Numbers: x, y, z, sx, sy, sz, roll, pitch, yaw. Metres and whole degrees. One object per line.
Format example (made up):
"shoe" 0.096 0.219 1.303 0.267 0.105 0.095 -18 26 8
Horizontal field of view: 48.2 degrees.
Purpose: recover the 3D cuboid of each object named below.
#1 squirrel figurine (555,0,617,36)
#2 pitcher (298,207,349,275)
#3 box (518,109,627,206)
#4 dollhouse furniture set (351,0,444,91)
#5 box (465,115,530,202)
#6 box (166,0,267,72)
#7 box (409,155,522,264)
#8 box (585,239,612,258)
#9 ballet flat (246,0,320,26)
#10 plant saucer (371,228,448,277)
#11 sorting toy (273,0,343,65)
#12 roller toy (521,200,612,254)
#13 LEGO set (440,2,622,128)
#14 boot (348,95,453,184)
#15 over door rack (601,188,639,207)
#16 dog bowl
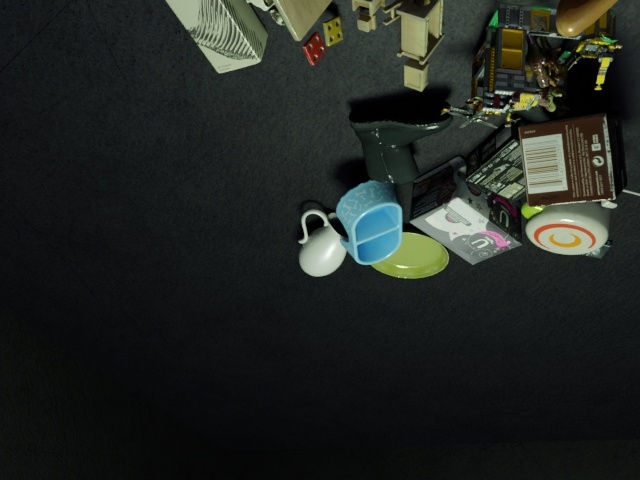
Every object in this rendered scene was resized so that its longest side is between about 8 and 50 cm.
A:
"squirrel figurine" 0.347 -0.561 1.022 0.370 0.281 0.397 38 124 -21
"pitcher" 0.000 0.000 2.020 0.178 0.125 0.207 27 133 -13
"box" 0.515 -0.168 1.450 0.167 0.168 0.203 -5 -172 30
"dollhouse furniture set" 0.154 -0.416 1.410 0.161 0.101 0.182 25 152 21
"box" 0.450 -0.186 1.663 0.147 0.077 0.180 21 145 -17
"box" -0.217 -0.463 1.393 0.113 0.094 0.275 -10 143 26
"box" 0.369 -0.069 1.799 0.247 0.142 0.163 31 141 -30
"box" 0.739 0.017 1.951 0.083 0.018 0.067 11 146 -4
"ballet flat" -0.088 -0.461 1.389 0.203 0.074 0.074 30 141 -29
"plant saucer" 0.250 0.032 2.074 0.241 0.037 0.241 6 147 4
"sorting toy" -0.044 -0.461 1.336 0.046 0.132 0.274 17 154 38
"roller toy" 0.606 -0.065 1.745 0.191 0.146 0.209 0 151 31
"LEGO set" 0.392 -0.284 1.328 0.255 0.192 0.331 7 170 -9
"boot" 0.202 -0.223 1.648 0.247 0.094 0.207 0 143 25
"over door rack" 0.800 -0.166 1.558 0.324 0.108 0.239 1 152 -26
"dog bowl" 0.135 -0.038 1.849 0.166 0.074 0.297 -22 148 -7
